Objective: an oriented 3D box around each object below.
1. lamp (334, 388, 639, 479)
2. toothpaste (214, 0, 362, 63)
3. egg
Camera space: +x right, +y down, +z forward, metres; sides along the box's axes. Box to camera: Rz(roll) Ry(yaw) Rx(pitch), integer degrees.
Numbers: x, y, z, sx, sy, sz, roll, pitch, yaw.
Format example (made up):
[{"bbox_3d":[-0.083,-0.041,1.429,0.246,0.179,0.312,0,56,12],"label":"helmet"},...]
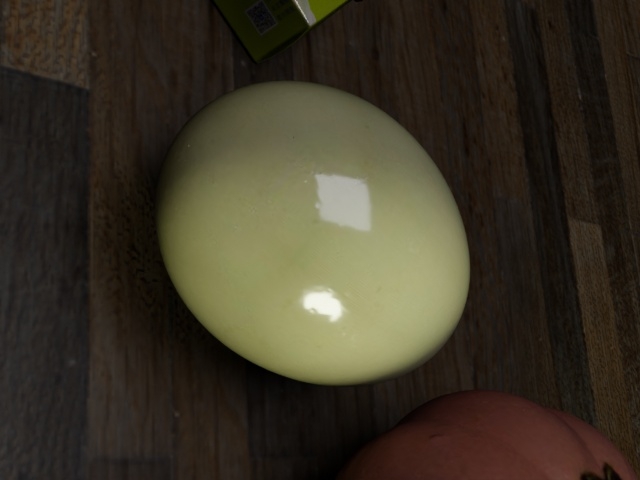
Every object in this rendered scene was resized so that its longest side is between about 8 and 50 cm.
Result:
[{"bbox_3d":[0.137,0.249,0.626,0.305,0.239,0.306,15,66,-37],"label":"lamp"},{"bbox_3d":[-0.088,-0.304,0.736,0.327,0.077,0.110,55,49,-13],"label":"toothpaste"},{"bbox_3d":[0.000,0.000,0.630,0.241,0.186,0.186,36,54,-33],"label":"egg"}]
